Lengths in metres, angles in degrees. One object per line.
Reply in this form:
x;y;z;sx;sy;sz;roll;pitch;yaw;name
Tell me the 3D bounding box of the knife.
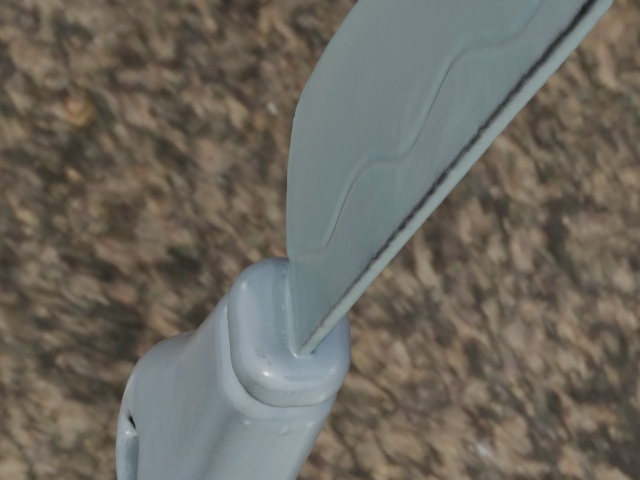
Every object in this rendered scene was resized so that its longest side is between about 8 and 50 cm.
0.000;-0.002;0.453;0.044;0.331;0.080;4;60;-18;knife
